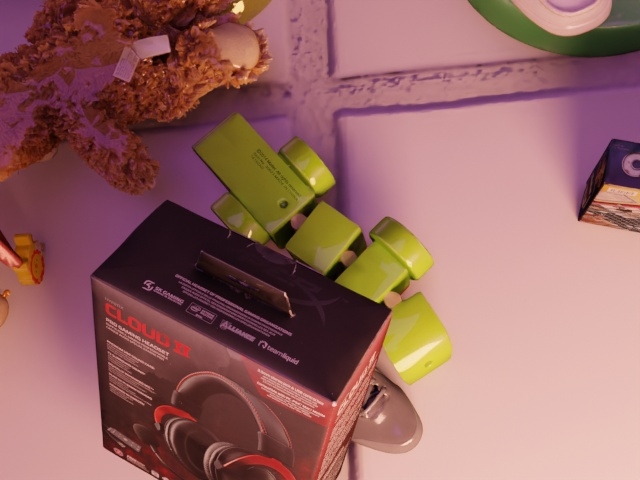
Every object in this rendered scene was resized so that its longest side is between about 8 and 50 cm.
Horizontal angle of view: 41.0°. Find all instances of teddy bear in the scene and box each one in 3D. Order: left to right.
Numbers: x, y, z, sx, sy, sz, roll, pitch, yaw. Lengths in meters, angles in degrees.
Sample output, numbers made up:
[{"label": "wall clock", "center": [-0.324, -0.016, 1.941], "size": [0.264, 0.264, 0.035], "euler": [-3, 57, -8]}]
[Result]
[{"label": "teddy bear", "center": [-0.218, -0.168, 0.883], "size": [0.245, 0.113, 0.338], "euler": [44, 81, 5]}]

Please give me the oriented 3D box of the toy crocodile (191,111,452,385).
[{"label": "toy crocodile", "center": [0.000, 0.000, 0.853], "size": [0.340, 0.105, 0.115], "euler": [42, 83, 17]}]

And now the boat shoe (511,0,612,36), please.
[{"label": "boat shoe", "center": [0.190, -0.323, 0.796], "size": [0.098, 0.096, 0.277], "euler": [-23, 77, 5]}]

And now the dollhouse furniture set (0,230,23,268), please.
[{"label": "dollhouse furniture set", "center": [-0.454, -0.038, 0.825], "size": [0.201, 0.152, 0.374], "euler": [-41, 40, -8]}]

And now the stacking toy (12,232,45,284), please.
[{"label": "stacking toy", "center": [-0.386, -0.058, 0.949], "size": [0.167, 0.052, 0.221], "euler": [-2, 77, 6]}]

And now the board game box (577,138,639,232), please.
[{"label": "board game box", "center": [0.364, -0.029, 0.758], "size": [0.243, 0.165, 0.042], "euler": [11, 82, 11]}]

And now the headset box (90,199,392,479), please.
[{"label": "headset box", "center": [-0.075, 0.117, 0.739], "size": [0.218, 0.293, 0.110], "euler": [26, 48, 12]}]

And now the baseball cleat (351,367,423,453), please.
[{"label": "baseball cleat", "center": [0.012, 0.128, 0.816], "size": [0.206, 0.109, 0.072], "euler": [37, 78, 11]}]

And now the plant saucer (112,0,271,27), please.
[{"label": "plant saucer", "center": [-0.149, -0.342, 0.965], "size": [0.241, 0.037, 0.241], "euler": [-2, 80, 10]}]

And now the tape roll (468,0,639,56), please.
[{"label": "tape roll", "center": [0.284, -0.352, 0.875], "size": [0.321, 0.077, 0.321], "euler": [-2, 79, 9]}]

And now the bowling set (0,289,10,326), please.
[{"label": "bowling set", "center": [-0.474, 0.128, 0.893], "size": [0.200, 0.154, 0.287], "euler": [25, 73, 26]}]
